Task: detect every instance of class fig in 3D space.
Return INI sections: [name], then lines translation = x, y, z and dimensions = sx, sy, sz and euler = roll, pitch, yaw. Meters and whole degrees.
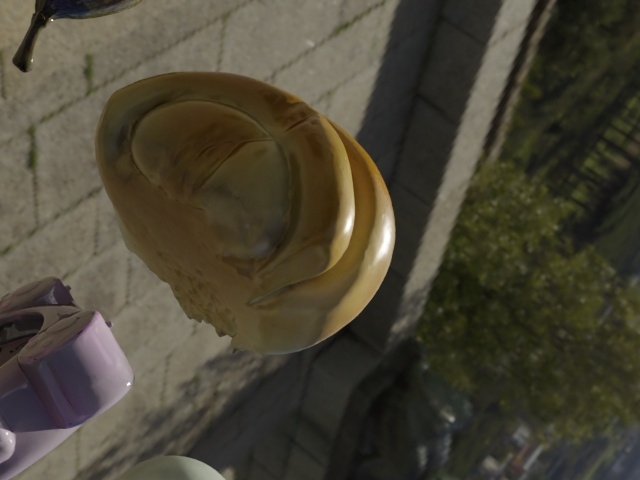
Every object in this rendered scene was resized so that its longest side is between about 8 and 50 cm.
[fig]
translation = -0.374, -0.393, 1.838
dimensions = 0.321, 0.217, 0.217
euler = -63, 163, -16

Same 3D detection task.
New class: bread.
[bread]
translation = -0.117, -0.043, 1.528
dimensions = 0.329, 0.424, 0.245
euler = -58, 150, 3

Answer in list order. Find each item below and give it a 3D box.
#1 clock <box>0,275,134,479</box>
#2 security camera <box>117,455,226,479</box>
[clock]
translation = -0.375, 0.176, 1.288
dimensions = 0.322, 0.295, 0.113
euler = -32, 109, -16
[security camera]
translation = -0.176, 0.387, 1.521
dimensions = 0.194, 0.236, 0.194
euler = -29, 168, -7
